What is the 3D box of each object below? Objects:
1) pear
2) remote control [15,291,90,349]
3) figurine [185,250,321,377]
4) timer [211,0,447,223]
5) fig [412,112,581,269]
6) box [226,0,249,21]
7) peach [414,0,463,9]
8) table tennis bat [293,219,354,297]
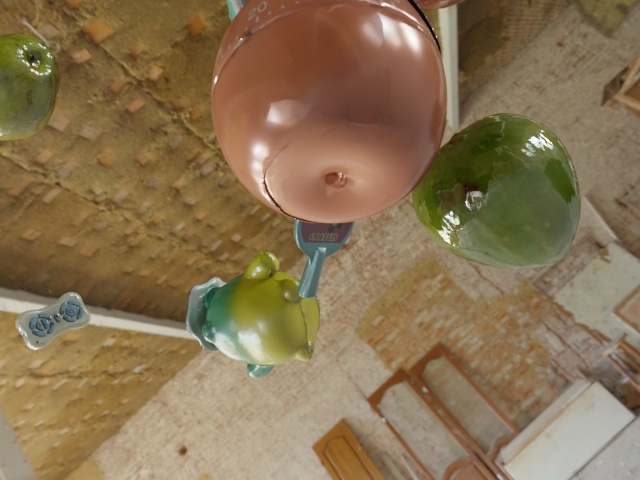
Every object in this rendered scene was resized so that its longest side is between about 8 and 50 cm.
[{"bbox_3d":[-0.833,-0.405,1.346,0.321,0.269,0.269,-27,-12,27],"label":"pear"},{"bbox_3d":[-0.493,0.147,0.940,0.032,0.074,0.122,-28,3,40],"label":"remote control"},{"bbox_3d":[-0.157,0.187,1.230,0.340,0.324,0.231,-7,10,41],"label":"figurine"},{"bbox_3d":[0.009,-0.138,0.501,0.229,0.215,0.230,-1,-30,-1],"label":"timer"},{"bbox_3d":[0.349,-0.074,0.971,0.316,0.316,0.316,-36,-22,-17],"label":"fig"},{"bbox_3d":[-0.052,-0.287,0.768,0.118,0.205,0.311,-22,19,-1],"label":"box"},{"bbox_3d":[0.180,-0.439,0.870,0.189,0.068,0.279,-6,3,-26],"label":"peach"},{"bbox_3d":[0.000,0.000,1.002,0.152,0.040,0.244,4,-73,-42],"label":"table tennis bat"}]
